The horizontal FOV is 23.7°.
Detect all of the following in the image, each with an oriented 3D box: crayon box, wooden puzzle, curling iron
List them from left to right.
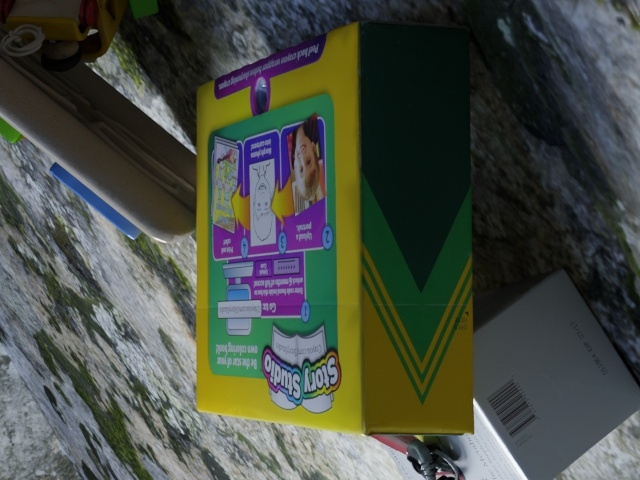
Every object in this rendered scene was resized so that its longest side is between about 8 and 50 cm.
[{"bbox_3d":[-0.261,-0.114,1.589,0.322,0.080,0.348,39,-172,-6],"label":"wooden puzzle"},{"bbox_3d":[0.000,0.000,1.299,0.363,0.106,0.313,174,96,-66],"label":"crayon box"},{"bbox_3d":[0.035,0.170,1.381,0.274,0.035,0.068,23,140,54],"label":"curling iron"}]

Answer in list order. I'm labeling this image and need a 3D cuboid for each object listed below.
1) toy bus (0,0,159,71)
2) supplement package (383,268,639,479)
[{"bbox_3d":[-0.256,-0.232,1.564,0.191,0.202,0.104,43,154,40],"label":"toy bus"},{"bbox_3d":[0.144,0.131,1.335,0.139,0.134,0.244,57,158,-2],"label":"supplement package"}]
